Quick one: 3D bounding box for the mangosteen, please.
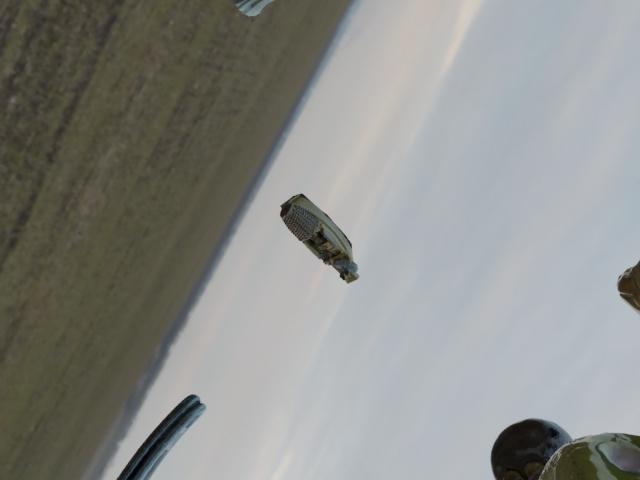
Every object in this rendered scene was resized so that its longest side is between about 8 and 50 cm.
[{"bbox_3d":[0.305,0.332,1.447,0.137,0.137,0.151,-58,178,35],"label":"mangosteen"}]

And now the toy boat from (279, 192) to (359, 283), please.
[{"bbox_3d":[0.000,0.000,1.345,0.047,0.149,0.049,-24,-152,39],"label":"toy boat"}]

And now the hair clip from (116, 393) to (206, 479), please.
[{"bbox_3d":[-0.168,0.246,0.804,0.275,0.083,0.048,-68,162,-3],"label":"hair clip"}]

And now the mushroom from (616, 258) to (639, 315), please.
[{"bbox_3d":[0.590,-0.040,1.431,0.407,0.154,0.138,-59,-148,33],"label":"mushroom"}]

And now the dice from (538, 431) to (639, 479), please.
[{"bbox_3d":[0.313,0.334,0.926,0.227,0.238,0.233,-81,-175,-73],"label":"dice"}]

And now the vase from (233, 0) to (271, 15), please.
[{"bbox_3d":[-0.065,-0.383,1.481,0.148,0.081,0.081,-15,-143,39],"label":"vase"}]
